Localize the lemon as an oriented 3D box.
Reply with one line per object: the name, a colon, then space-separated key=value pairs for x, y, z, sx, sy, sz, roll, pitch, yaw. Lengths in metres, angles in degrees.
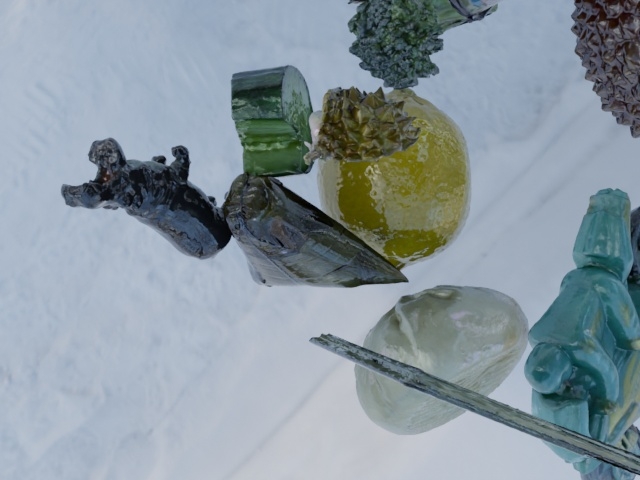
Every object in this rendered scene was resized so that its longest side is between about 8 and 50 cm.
lemon: x=0.145 y=-0.114 z=1.861 sx=0.336 sy=0.336 sz=0.336 roll=-4 pitch=111 yaw=-10

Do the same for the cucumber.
cucumber: x=-0.082 y=-0.210 z=1.626 sx=0.130 sy=0.191 sz=0.191 roll=-8 pitch=112 yaw=5

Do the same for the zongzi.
zongzi: x=0.000 y=0.000 z=1.626 sx=0.300 sy=0.286 sz=0.138 roll=12 pitch=70 yaw=12

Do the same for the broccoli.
broccoli: x=0.164 y=-0.358 z=1.622 sx=0.275 sy=0.198 sz=0.177 roll=-28 pitch=98 yaw=-41

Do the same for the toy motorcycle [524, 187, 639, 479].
toy motorcycle: x=0.270 y=0.100 z=0.930 sx=0.198 sy=0.109 sz=0.296 roll=17 pitch=85 yaw=-39

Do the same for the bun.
bun: x=0.218 y=0.213 z=1.827 sx=0.365 sy=0.219 sz=0.365 roll=-27 pitch=155 yaw=-14

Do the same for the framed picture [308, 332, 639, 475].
framed picture: x=0.117 y=0.120 z=0.711 sx=0.216 sy=0.273 sz=0.016 roll=23 pitch=84 yaw=-12

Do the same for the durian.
durian: x=0.037 y=-0.145 z=1.112 sx=0.140 sy=0.224 sz=0.078 roll=-13 pitch=108 yaw=-3

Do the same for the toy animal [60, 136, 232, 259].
toy animal: x=-0.281 y=-0.081 z=1.607 sx=0.343 sy=0.106 sz=0.168 roll=25 pitch=60 yaw=-45

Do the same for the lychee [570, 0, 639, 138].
lychee: x=0.444 y=-0.260 z=1.115 sx=0.306 sy=0.330 sz=0.306 roll=2 pitch=144 yaw=1

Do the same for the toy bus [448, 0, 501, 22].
toy bus: x=0.139 y=-0.453 z=1.059 sx=0.386 sy=0.162 sz=0.171 roll=49 pitch=53 yaw=-17
